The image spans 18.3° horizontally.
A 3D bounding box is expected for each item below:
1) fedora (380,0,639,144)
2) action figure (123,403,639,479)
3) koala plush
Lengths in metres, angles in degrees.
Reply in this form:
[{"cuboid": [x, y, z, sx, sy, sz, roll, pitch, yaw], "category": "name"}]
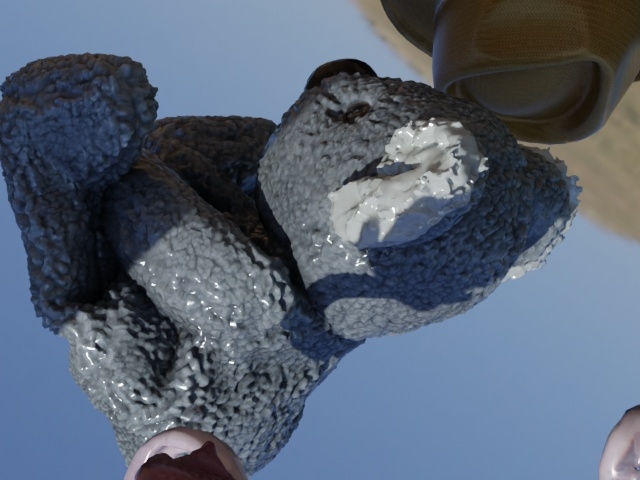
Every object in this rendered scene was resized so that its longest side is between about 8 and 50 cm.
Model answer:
[{"cuboid": [0.115, -0.104, 1.039, 0.194, 0.079, 0.194, 10, 156, 5], "category": "fedora"}, {"cuboid": [0.105, 0.163, 0.643, 0.370, 0.248, 0.276, -9, -179, 1], "category": "action figure"}, {"cuboid": [0.000, 0.000, 0.904, 0.196, 0.221, 0.203, 20, -125, -66], "category": "koala plush"}]
